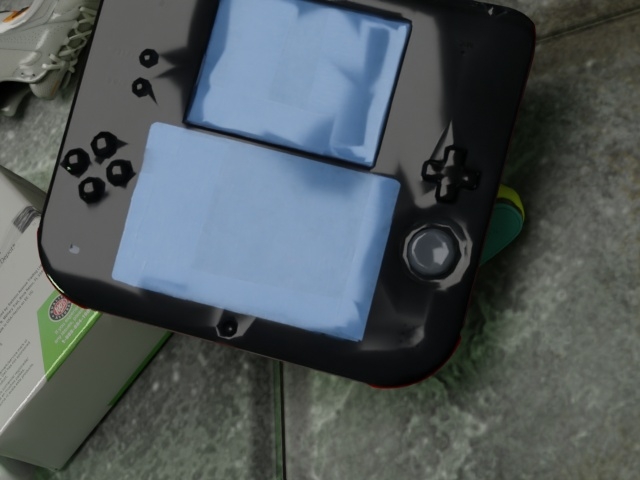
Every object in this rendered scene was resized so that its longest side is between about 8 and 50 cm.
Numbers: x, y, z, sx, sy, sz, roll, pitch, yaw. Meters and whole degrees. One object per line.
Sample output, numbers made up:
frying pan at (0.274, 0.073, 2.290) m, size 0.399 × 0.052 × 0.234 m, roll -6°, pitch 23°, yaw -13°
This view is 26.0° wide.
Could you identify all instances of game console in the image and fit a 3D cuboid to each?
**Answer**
game console at (-0.037, -0.073, 1.209) m, size 0.387 × 0.060 × 0.342 m, roll 14°, pitch 92°, yaw 10°

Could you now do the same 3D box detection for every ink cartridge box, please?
ink cartridge box at (-0.314, 0.073, 1.450) m, size 0.198 × 0.115 × 0.273 m, roll -51°, pitch 54°, yaw 4°

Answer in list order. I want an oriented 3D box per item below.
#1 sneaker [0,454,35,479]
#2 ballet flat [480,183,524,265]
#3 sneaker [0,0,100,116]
sneaker at (-0.383, 0.232, 1.459) m, size 0.121 × 0.079 × 0.217 m, roll -54°, pitch 45°, yaw 6°
ballet flat at (0.084, 0.025, 1.261) m, size 0.231 × 0.077 × 0.077 m, roll -39°, pitch 34°, yaw 9°
sneaker at (-0.297, -0.228, 1.586) m, size 0.262 × 0.099 × 0.121 m, roll -29°, pitch 65°, yaw 28°
